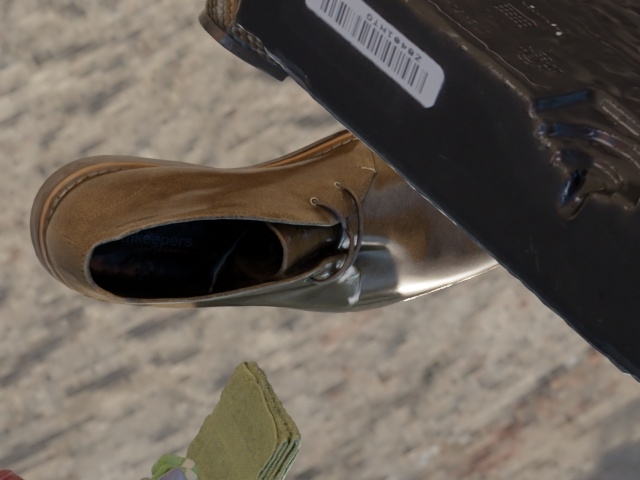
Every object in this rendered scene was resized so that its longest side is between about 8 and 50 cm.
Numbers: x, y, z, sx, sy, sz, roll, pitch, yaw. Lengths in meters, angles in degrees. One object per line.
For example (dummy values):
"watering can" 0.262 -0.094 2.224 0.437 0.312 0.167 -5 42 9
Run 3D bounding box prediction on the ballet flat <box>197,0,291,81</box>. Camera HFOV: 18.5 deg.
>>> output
"ballet flat" 0.037 -0.104 1.225 0.250 0.084 0.058 27 108 -27

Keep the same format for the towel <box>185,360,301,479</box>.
"towel" -0.061 0.168 1.559 0.027 0.148 0.110 26 103 -27

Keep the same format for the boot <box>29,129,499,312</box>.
"boot" 0.000 0.000 1.100 0.305 0.115 0.112 -5 104 -20

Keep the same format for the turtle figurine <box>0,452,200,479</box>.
"turtle figurine" -0.171 0.204 1.235 0.198 0.266 0.274 -64 164 -3

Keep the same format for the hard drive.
"hard drive" 0.168 -0.058 0.720 0.339 0.237 0.064 -15 136 -41
